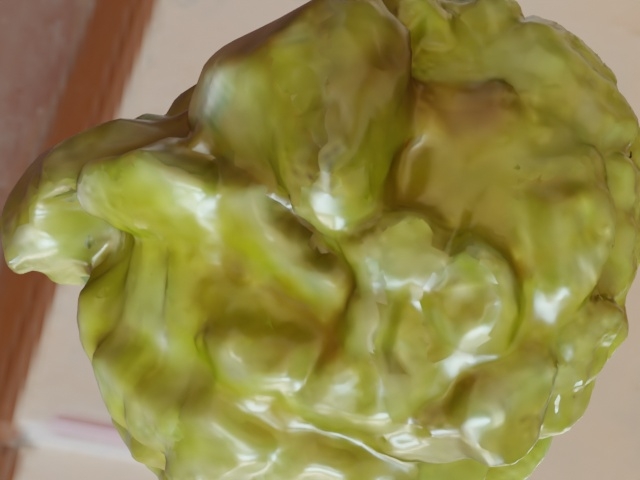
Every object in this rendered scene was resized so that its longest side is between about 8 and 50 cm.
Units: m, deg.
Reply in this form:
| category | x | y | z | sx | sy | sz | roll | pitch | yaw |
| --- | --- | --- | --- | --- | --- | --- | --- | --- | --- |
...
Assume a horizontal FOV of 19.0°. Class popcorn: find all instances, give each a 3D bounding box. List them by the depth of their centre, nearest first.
| category | x | y | z | sx | sy | sz | roll | pitch | yaw |
| --- | --- | --- | --- | --- | --- | --- | --- | --- | --- |
| popcorn | 0.000 | 0.000 | 0.777 | 0.206 | 0.251 | 0.237 | -80 | -169 | -55 |
